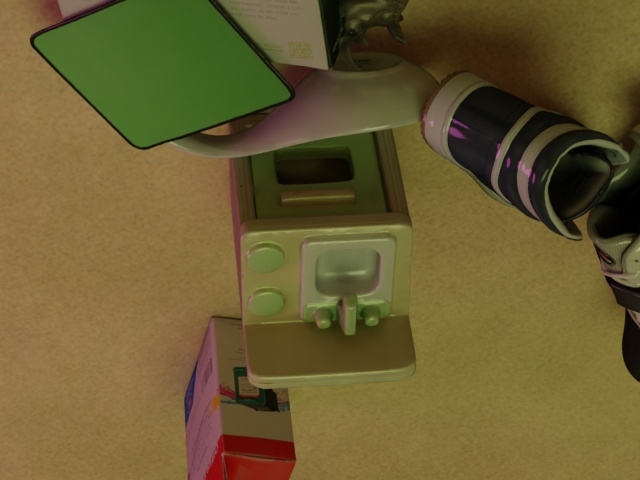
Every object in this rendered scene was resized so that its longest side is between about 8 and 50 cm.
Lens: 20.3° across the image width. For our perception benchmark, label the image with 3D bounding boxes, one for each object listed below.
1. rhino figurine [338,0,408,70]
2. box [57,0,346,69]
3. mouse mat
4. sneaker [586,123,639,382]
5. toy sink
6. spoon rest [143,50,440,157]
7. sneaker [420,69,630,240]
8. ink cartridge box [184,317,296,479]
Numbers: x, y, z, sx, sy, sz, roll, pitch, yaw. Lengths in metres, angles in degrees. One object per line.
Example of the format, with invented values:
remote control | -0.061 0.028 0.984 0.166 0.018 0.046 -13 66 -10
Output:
rhino figurine | 0.039 -0.247 1.449 0.106 0.073 0.243 0 120 -7
box | -0.111 -0.271 1.359 0.232 0.058 0.322 8 142 14
mouse mat | -0.132 -0.143 1.477 0.190 0.007 0.152 -14 132 37
sneaker | 0.309 0.008 1.711 0.146 0.122 0.330 -11 128 -22
toy sink | 0.000 0.000 1.596 0.153 0.234 0.131 -3 135 -4
spoon rest | -0.026 -0.117 1.565 0.276 0.137 0.084 0 110 3
sneaker | 0.213 -0.057 1.568 0.282 0.153 0.099 20 100 -56
ink cartridge box | -0.082 0.206 1.786 0.078 0.231 0.134 8 133 -15
